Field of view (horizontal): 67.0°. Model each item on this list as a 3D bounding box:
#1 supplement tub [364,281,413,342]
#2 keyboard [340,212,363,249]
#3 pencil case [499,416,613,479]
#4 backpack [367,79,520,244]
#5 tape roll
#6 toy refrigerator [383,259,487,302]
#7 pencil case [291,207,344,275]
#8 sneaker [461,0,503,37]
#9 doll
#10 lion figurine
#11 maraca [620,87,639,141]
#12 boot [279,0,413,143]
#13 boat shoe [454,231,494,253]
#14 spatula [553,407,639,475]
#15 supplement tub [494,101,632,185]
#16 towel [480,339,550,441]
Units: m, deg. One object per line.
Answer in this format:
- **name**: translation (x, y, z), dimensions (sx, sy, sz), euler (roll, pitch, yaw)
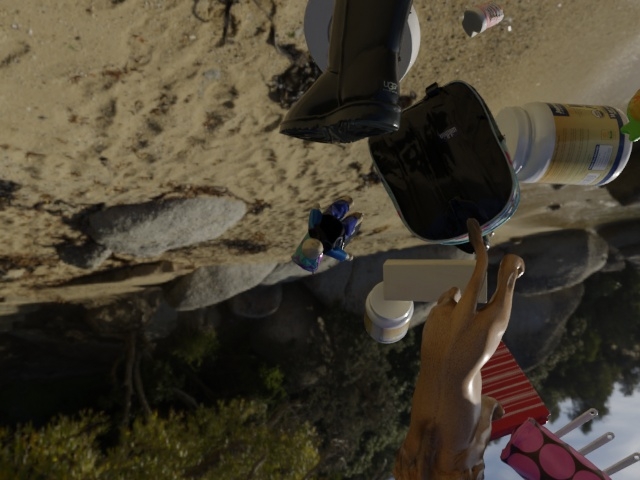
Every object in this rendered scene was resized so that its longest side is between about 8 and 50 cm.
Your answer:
- **supplement tub**: translation (0.209, 0.220, 1.489), dimensions (0.144, 0.144, 0.200), euler (-4, 150, 0)
- **keyboard**: translation (0.099, -0.045, 1.660), dimensions (0.038, 0.100, 0.192), euler (19, -148, 15)
- **pencil case**: translation (0.380, 0.378, 0.741), dimensions (0.095, 0.209, 0.098), euler (-22, 142, -39)
- **backpack**: translation (0.230, -0.119, 0.869), dimensions (0.225, 0.254, 0.191), euler (-28, 160, 21)
- **tape roll**: translation (0.126, -0.658, 1.555), dimensions (0.392, 0.072, 0.392), euler (24, 146, 17)
- **toy refrigerator**: translation (0.313, 0.108, 1.327), dimensions (0.269, 0.102, 0.094), euler (-1, -172, 15)
- **pencil case**: translation (0.000, 0.000, 1.099), dimensions (0.070, 0.152, 0.064), euler (36, 179, 3)
- **sneaker**: translation (0.312, -0.427, 0.911), dimensions (0.070, 0.051, 0.134), euler (-31, -172, 14)
- **doll**: translation (0.023, -0.016, 0.906), dimensions (0.046, 0.129, 0.189), euler (-23, -169, 35)
- **lion figurine**: translation (0.162, 0.184, 0.587), dimensions (0.142, 0.392, 0.240), euler (1, -168, 30)
- **maraca**: translation (0.768, -0.297, 1.103), dimensions (0.127, 0.186, 0.099), euler (18, 160, 47)
- **boot**: translation (0.034, -0.245, 0.656), dimensions (0.094, 0.207, 0.246), euler (7, 180, -30)
- **boat shoe**: translation (0.321, -0.105, 1.245), dimensions (0.324, 0.120, 0.122), euler (42, 155, -9)
- **spatula**: translation (0.561, 0.484, 1.070), dimensions (0.242, 0.168, 0.019), euler (-50, 168, 27)
- **supplement tub**: translation (0.666, -0.273, 1.371), dimensions (0.316, 0.229, 0.228), euler (2, 173, -4)
- **towel**: translation (0.390, 0.339, 1.166), dimensions (0.198, 0.275, 0.031), euler (-17, 135, -5)
